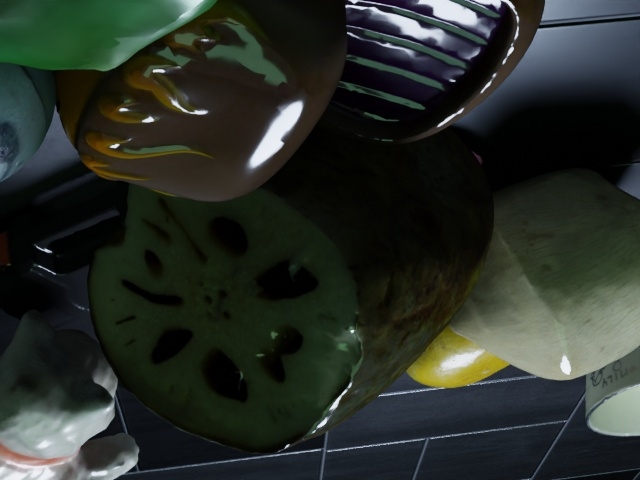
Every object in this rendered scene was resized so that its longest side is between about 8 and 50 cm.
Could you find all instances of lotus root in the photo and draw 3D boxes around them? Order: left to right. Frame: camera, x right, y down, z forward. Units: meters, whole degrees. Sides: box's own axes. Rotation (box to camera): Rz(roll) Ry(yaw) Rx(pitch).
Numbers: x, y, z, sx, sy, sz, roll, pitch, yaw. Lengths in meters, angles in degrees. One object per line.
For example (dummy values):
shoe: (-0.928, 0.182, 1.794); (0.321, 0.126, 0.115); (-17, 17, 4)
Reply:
lotus root: (0.000, 0.000, 0.904); (0.250, 0.250, 0.346); (-31, -174, 34)

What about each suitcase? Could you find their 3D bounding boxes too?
suitcase: (-0.173, 0.014, 1.119); (0.285, 0.066, 0.206); (-21, 150, 22)

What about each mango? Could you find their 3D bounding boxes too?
mango: (0.185, 0.106, 1.365); (0.195, 0.098, 0.137); (-18, 149, 0)

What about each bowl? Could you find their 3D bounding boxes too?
bowl: (0.441, 0.155, 1.491); (0.237, 0.126, 0.238); (-8, 151, -4)

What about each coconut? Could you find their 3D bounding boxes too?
coconut: (0.222, 0.035, 1.140); (0.224, 0.224, 0.224); (-7, 151, -4)

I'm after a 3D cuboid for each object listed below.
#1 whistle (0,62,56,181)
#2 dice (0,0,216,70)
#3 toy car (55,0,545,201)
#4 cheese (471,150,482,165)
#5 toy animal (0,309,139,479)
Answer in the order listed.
whistle: (-0.244, -0.123, 0.762); (0.163, 0.164, 0.290); (3, 150, -22)
dice: (-0.105, -0.256, 0.365); (0.300, 0.297, 0.287); (32, 138, -29)
toy car: (-0.014, -0.146, 0.697); (0.340, 0.240, 0.271); (9, 148, -25)
cheese: (0.106, -0.051, 1.112); (0.095, 0.038, 0.145); (-9, 150, -1)
toy animal: (-0.340, 0.125, 1.088); (0.266, 0.308, 0.188); (-30, 168, -30)
